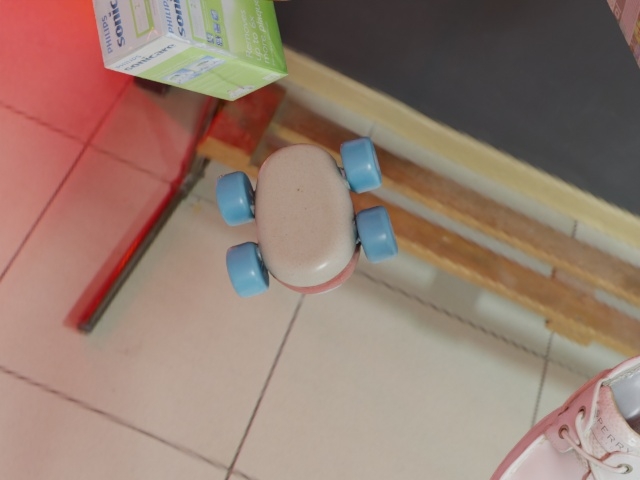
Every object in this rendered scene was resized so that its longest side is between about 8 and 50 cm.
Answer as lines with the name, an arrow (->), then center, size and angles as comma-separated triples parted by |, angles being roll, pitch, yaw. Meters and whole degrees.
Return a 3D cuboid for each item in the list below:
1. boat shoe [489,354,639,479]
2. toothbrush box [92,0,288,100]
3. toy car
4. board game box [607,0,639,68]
boat shoe -> 0.223, 0.146, 0.839 | 0.277, 0.096, 0.098 | -42, 67, 1
toothbrush box -> -0.192, -0.338, 1.611 | 0.283, 0.122, 0.206 | 6, 68, -54
toy car -> 0.000, 0.000, 1.543 | 0.219, 0.238, 0.210 | -16, 64, 9
board game box -> 0.372, -0.255, 1.126 | 0.098, 0.224, 0.303 | -20, 75, 4
